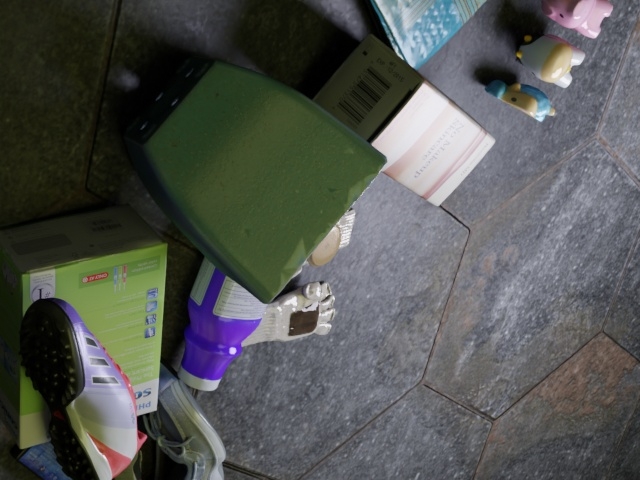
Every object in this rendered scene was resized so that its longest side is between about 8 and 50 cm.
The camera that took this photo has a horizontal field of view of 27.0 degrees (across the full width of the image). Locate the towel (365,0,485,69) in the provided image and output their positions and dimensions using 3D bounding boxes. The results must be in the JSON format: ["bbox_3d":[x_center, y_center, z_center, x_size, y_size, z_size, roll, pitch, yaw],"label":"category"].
[{"bbox_3d":[0.204,-0.448,2.006,0.370,0.040,0.271,-47,142,-13],"label":"towel"}]

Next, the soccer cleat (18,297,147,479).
[{"bbox_3d":[-0.300,0.182,1.716,0.116,0.108,0.318,-40,138,-35],"label":"soccer cleat"}]

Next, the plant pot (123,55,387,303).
[{"bbox_3d":[-0.115,-0.107,1.761,0.252,0.248,0.247,41,85,-21],"label":"plant pot"}]

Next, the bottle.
[{"bbox_3d":[-0.138,0.090,2.005,0.118,0.092,0.283,6,113,-41],"label":"bottle"}]

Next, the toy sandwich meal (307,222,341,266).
[{"bbox_3d":[0.000,0.000,2.080,0.085,0.029,0.085,-32,137,-36],"label":"toy sandwich meal"}]

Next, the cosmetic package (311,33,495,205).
[{"bbox_3d":[0.127,-0.174,2.007,0.153,0.129,0.296,-50,151,10],"label":"cosmetic package"}]

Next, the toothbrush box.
[{"bbox_3d":[-0.329,0.114,1.791,0.206,0.122,0.283,-14,126,-31],"label":"toothbrush box"}]

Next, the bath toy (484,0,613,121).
[{"bbox_3d":[0.406,-0.375,2.205,0.129,0.151,0.348,27,101,-8],"label":"bath toy"}]

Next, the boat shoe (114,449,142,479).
[{"bbox_3d":[-0.294,0.328,2.027,0.043,0.049,0.137,-75,166,-55],"label":"boat shoe"}]

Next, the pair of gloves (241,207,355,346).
[{"bbox_3d":[-0.037,0.062,2.131,0.204,0.042,0.240,-7,121,-43],"label":"pair of gloves"}]

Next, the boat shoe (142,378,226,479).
[{"bbox_3d":[-0.216,0.322,2.053,0.103,0.118,0.320,-29,155,-18],"label":"boat shoe"}]

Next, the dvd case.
[{"bbox_3d":[-0.325,0.267,2.002,0.253,0.022,0.180,-46,140,-10],"label":"dvd case"}]
